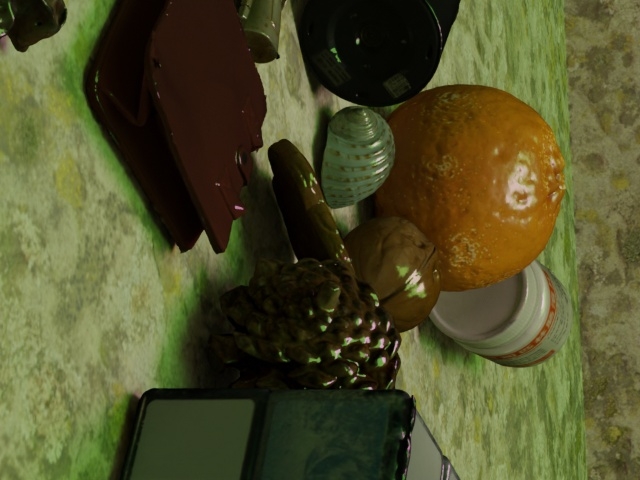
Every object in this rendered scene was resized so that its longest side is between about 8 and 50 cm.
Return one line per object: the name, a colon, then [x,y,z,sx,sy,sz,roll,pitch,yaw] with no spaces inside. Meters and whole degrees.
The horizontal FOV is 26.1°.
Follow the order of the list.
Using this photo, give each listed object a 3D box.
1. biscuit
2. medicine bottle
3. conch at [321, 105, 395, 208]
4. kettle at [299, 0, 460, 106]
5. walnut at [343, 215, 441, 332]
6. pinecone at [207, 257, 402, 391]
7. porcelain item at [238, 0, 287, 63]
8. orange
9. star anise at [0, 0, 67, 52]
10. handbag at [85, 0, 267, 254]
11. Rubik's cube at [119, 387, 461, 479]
biscuit: [0.000,0.000,1.776,0.208,0.041,0.290,51,-17,55]
medicine bottle: [0.332,0.116,2.544,0.371,0.211,0.211,27,62,-66]
conch: [0.054,-0.120,2.017,0.135,0.102,0.153,-41,128,-45]
kettle: [0.078,-0.365,2.040,0.203,0.262,0.308,-64,180,34]
walnut: [0.096,0.053,2.019,0.207,0.167,0.167,-52,136,-62]
pinecone: [-0.013,0.153,1.624,0.243,0.243,0.257,-52,138,-59]
porcelain item: [-0.068,-0.335,1.782,0.084,0.054,0.213,57,35,-55]
orange: [0.243,-0.087,2.222,0.340,0.293,0.340,-4,90,-69]
star anise: [-0.270,-0.267,1.198,0.214,0.099,0.220,-40,125,-53]
handbag: [-0.145,-0.160,1.535,0.275,0.084,0.260,68,26,-43]
Rubik's cube: [-0.027,0.355,1.448,0.313,0.318,0.316,58,37,-51]
